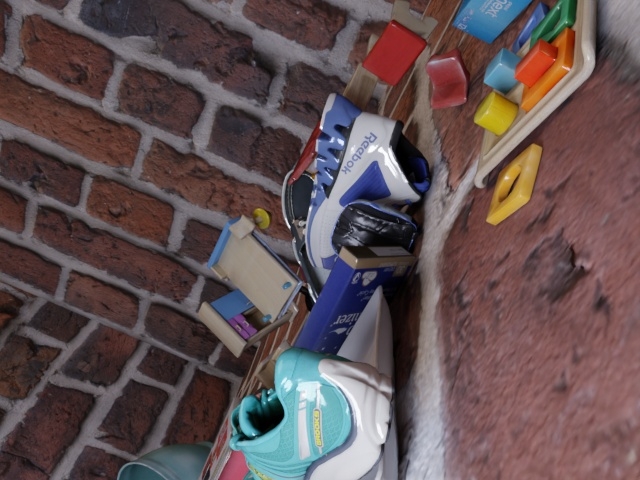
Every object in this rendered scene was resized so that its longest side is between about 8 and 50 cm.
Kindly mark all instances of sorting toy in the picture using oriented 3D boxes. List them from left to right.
[{"bbox_3d":[0.211,-0.174,0.612,0.196,0.047,0.347,120,172,-53],"label":"sorting toy"}]

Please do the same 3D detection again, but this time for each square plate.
[{"bbox_3d":[0.007,0.266,0.663,0.344,0.049,0.347,-75,10,-68],"label":"square plate"}]

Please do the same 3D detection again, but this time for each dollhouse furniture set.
[{"bbox_3d":[-0.079,0.108,1.268,0.198,0.286,0.303,-28,-25,-48],"label":"dollhouse furniture set"},{"bbox_3d":[0.112,-0.193,1.021,0.374,0.201,0.152,-47,17,56],"label":"dollhouse furniture set"}]

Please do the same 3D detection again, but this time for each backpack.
[{"bbox_3d":[0.076,-0.007,0.876,0.084,0.114,0.105,-59,-7,-76],"label":"backpack"}]

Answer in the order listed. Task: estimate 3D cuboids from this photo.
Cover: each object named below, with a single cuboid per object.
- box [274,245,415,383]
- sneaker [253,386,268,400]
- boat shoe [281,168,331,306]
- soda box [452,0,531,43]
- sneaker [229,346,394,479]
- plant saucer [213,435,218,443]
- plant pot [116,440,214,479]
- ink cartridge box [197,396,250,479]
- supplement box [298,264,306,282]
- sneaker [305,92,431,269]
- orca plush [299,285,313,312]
[{"bbox_3d":[0.033,0.109,0.802,0.136,0.036,0.225,0,-56,-50],"label":"box"},{"bbox_3d":[-0.188,0.500,1.456,0.270,0.090,0.145,-61,3,19],"label":"sneaker"},{"bbox_3d":[0.000,0.000,1.155,0.091,0.114,0.302,-168,59,-83],"label":"boat shoe"},{"bbox_3d":[0.266,-0.366,0.842,0.210,0.071,0.067,145,150,-82],"label":"soda box"},{"bbox_3d":[-0.031,0.179,0.537,0.107,0.110,0.275,-71,7,-48],"label":"sneaker"},{"bbox_3d":[-0.245,0.587,1.607,0.168,0.029,0.168,-23,-64,-58],"label":"plant saucer"},{"bbox_3d":[-0.317,0.614,1.428,0.196,0.293,0.293,-26,-30,-50],"label":"plant pot"},{"bbox_3d":[-0.156,0.465,1.002,0.272,0.130,0.309,-165,99,-84],"label":"ink cartridge box"},{"bbox_3d":[-0.007,0.074,1.553,0.043,0.083,0.054,120,136,-56],"label":"supplement box"},{"bbox_3d":[0.081,-0.072,0.966,0.127,0.182,0.315,-64,-16,-50],"label":"sneaker"},{"bbox_3d":[-0.010,0.107,1.379,0.287,0.102,0.151,-117,51,-85],"label":"orca plush"}]
